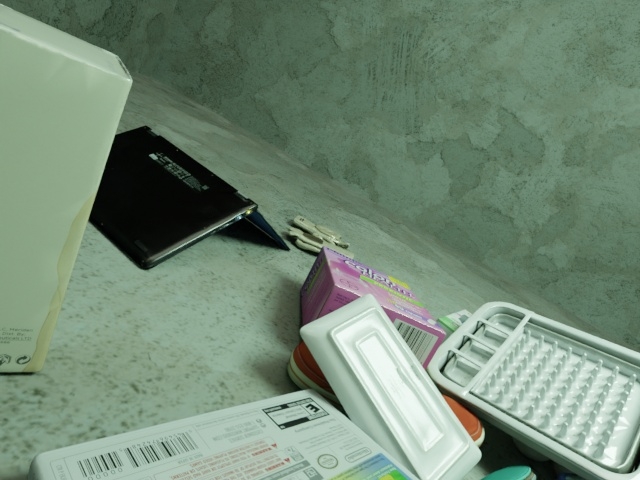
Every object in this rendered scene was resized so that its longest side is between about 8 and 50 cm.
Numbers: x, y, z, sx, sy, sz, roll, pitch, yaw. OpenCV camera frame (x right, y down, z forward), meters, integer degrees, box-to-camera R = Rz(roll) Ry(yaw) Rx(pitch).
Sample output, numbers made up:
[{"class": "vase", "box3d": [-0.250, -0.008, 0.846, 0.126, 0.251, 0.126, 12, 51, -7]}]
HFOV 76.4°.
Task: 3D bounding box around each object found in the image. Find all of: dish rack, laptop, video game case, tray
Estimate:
[{"class": "dish rack", "box3d": [0.386, 0.248, 0.704, 0.285, 0.073, 0.332, -28, 34, -36]}, {"class": "laptop", "box3d": [-0.325, -0.067, 0.936, 0.381, 0.237, 0.407, 34, 46, 22]}, {"class": "video game case", "box3d": [-0.022, 0.247, 0.343, 0.299, 0.036, 0.328, 26, 10, 41]}, {"class": "tray", "box3d": [0.099, 0.201, 0.547, 0.145, 0.030, 0.270, -20, 66, -36]}]

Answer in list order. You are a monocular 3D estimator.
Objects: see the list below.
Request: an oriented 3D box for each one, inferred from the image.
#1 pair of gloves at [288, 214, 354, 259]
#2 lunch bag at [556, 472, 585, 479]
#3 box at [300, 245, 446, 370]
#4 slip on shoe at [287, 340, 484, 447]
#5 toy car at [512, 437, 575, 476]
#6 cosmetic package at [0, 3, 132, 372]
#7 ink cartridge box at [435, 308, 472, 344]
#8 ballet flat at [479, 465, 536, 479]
[{"class": "pair of gloves", "box3d": [0.000, 0.000, 1.221, 0.204, 0.042, 0.240, 23, 15, -5]}, {"class": "lunch bag", "box3d": [0.426, 0.425, 0.550, 0.218, 0.090, 0.176, 22, 20, -17]}, {"class": "box", "box3d": [0.083, 0.132, 0.778, 0.213, 0.117, 0.243, 25, 10, -10]}, {"class": "slip on shoe", "box3d": [0.114, 0.225, 0.620, 0.331, 0.101, 0.123, 28, 14, -6]}, {"class": "toy car", "box3d": [0.443, 0.339, 0.745, 0.181, 0.136, 0.159, 33, 17, 15]}, {"class": "cosmetic package", "box3d": [-0.292, -0.043, 0.393, 0.113, 0.310, 0.160, 15, 21, -37]}, {"class": "ink cartridge box", "box3d": [0.348, 0.248, 0.945, 0.154, 0.093, 0.212, 38, 17, 31]}, {"class": "ballet flat", "box3d": [0.229, 0.345, 0.530, 0.188, 0.070, 0.070, 10, 24, -38]}]
